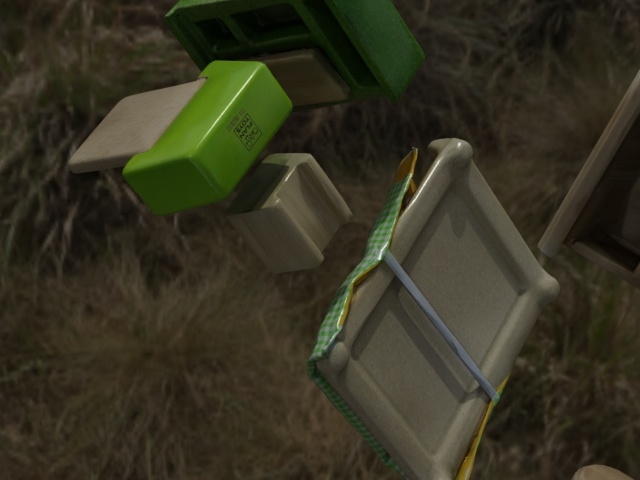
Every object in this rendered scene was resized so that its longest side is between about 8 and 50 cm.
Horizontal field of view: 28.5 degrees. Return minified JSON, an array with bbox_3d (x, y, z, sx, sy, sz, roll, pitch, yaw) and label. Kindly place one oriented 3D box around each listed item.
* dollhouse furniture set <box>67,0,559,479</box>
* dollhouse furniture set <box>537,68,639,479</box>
[{"bbox_3d":[0.000,0.000,0.807,0.151,0.301,0.198,-2,45,46],"label":"dollhouse furniture set"},{"bbox_3d":[0.168,0.026,0.535,0.161,0.212,0.242,31,26,11],"label":"dollhouse furniture set"}]
